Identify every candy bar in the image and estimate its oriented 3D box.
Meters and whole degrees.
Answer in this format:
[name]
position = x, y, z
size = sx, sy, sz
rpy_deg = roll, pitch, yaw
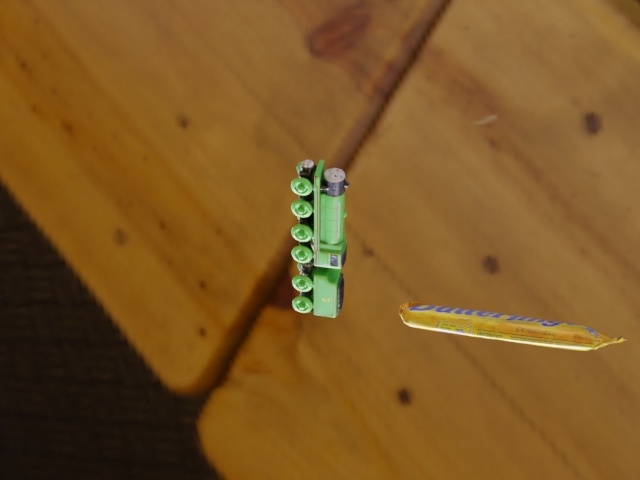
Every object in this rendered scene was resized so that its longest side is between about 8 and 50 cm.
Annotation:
[candy bar]
position = 0.131, 0.061, 1.217
size = 0.162, 0.040, 0.018
rpy_deg = 8, 93, 18

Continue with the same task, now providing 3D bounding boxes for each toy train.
[toy train]
position = 0.000, 0.000, 0.753
size = 0.024, 0.017, 0.083
rpy_deg = 8, 131, 8
